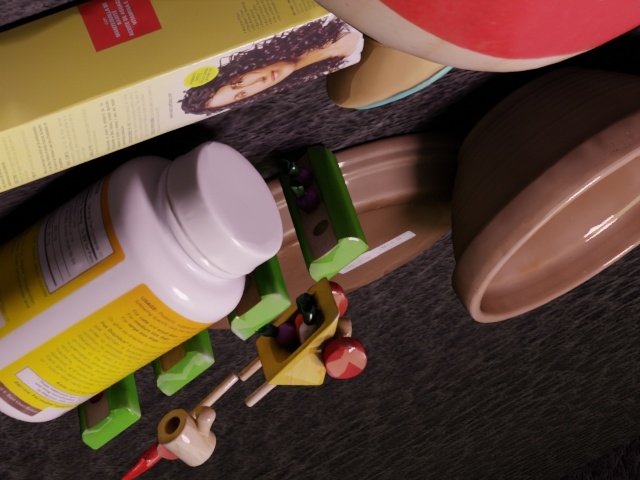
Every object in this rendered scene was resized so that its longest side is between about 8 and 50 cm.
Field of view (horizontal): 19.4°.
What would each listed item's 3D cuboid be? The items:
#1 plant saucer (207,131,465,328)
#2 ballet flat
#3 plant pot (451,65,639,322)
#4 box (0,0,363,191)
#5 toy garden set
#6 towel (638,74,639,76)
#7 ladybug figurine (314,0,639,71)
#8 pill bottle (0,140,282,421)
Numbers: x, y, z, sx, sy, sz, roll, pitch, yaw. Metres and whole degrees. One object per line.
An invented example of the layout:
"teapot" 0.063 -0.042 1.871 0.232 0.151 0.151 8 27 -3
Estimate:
"plant saucer" 0.000 0.000 1.459 0.278 0.041 0.278 -22 164 -7
"ballet flat" 0.088 -0.158 1.053 0.232 0.080 0.073 -31 135 15
"plant pot" 0.180 -0.052 1.381 0.237 0.110 0.237 -30 161 -11
"box" -0.091 -0.095 0.992 0.232 0.058 0.087 -21 164 -8
"toy garden set" -0.077 0.059 1.257 0.244 0.204 0.049 -37 127 15
"towel" 0.260 -0.078 1.590 0.199 0.031 0.275 -35 162 30
"ladybug figurine" 0.135 -0.209 0.752 0.305 0.162 0.449 -12 160 -34
"pill bottle" -0.131 0.023 1.207 0.215 0.117 0.117 -31 162 26
